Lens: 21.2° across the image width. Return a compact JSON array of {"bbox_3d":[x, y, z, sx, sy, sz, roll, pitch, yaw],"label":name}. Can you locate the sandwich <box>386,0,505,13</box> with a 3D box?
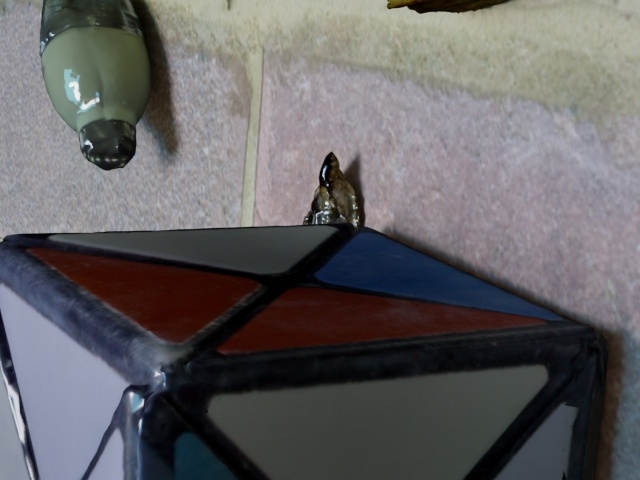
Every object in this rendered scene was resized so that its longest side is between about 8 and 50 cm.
[{"bbox_3d":[0.099,-0.257,1.045,0.186,0.065,0.214,-14,79,59],"label":"sandwich"}]

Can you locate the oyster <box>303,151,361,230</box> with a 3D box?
[{"bbox_3d":[-0.001,0.000,1.274,0.086,0.029,0.132,2,96,61],"label":"oyster"}]

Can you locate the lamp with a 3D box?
[{"bbox_3d":[-0.206,-0.172,1.558,0.101,0.101,0.250,125,142,-47],"label":"lamp"}]

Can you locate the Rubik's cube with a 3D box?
[{"bbox_3d":[-0.034,0.171,1.059,0.305,0.307,0.310,26,116,55],"label":"Rubik's cube"}]
